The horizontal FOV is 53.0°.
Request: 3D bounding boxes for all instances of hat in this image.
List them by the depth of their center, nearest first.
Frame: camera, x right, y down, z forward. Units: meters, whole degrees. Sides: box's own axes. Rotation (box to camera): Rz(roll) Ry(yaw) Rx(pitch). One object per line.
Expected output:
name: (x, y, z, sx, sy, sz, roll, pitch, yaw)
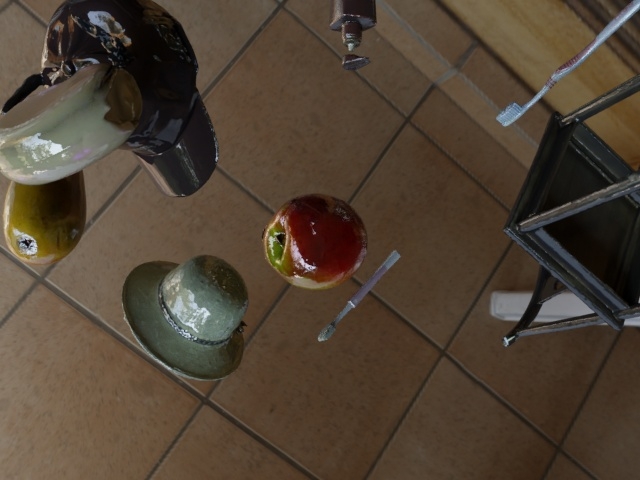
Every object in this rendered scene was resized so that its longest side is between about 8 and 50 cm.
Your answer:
hat: (-0.298, -0.190, 0.910, 0.209, 0.238, 0.337, -43, 124, -49)
hat: (-0.202, 0.103, 1.122, 0.257, 0.130, 0.257, 35, 29, -23)

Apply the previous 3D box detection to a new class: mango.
mango: (-0.433, -0.064, 1.023, 0.113, 0.139, 0.254, -11, 51, 6)

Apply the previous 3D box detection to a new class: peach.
peach: (0.000, 0.000, 1.204, 0.197, 0.197, 0.198, 2, 83, -19)

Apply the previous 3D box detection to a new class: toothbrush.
toothbrush: (0.254, -0.181, 0.648, 0.019, 0.193, 0.013, 29, 41, -23)
toothbrush: (0.061, 0.084, 0.986, 0.014, 0.017, 0.194, 50, 64, -12)

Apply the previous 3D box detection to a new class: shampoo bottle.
shampoo bottle: (0.053, -0.389, 1.028, 0.067, 0.068, 0.237, 6, 80, -29)

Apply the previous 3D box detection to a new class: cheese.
cheese: (-0.354, -0.122, 0.779, 0.286, 0.163, 0.082, -18, 125, 15)

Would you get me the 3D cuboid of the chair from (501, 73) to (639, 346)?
chair: (0.231, -0.021, 0.531, 0.141, 0.260, 0.155, 39, 59, -12)
